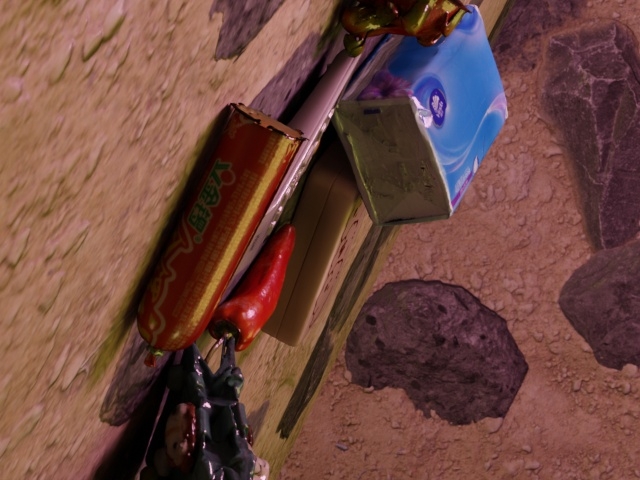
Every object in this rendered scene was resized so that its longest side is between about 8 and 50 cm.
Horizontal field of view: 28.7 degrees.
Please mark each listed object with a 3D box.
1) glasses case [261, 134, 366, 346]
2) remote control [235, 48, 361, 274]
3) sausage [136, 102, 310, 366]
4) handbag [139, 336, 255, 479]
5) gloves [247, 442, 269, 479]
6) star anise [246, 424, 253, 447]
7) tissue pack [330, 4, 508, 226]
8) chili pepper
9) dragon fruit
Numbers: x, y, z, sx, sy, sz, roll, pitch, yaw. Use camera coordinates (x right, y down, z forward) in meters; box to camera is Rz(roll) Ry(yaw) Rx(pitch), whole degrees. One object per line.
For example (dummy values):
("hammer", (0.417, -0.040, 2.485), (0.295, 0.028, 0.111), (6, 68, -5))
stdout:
("glasses case", (0.000, 0.000, 1.852), (0.144, 0.076, 0.336), (-55, 169, -48))
("remote control", (-0.038, -0.097, 1.387), (0.313, 0.055, 0.109), (-62, 180, -40))
("sausage", (-0.103, 0.003, 1.175), (0.264, 0.083, 0.083), (-63, 172, 7))
("handbag", (-0.148, 0.287, 1.448), (0.269, 0.100, 0.274), (-101, -161, -45))
("gloves", (-0.137, 0.389, 2.066), (0.127, 0.111, 0.212), (-49, 165, -14))
("star anise", (-0.164, 0.403, 2.226), (0.168, 0.057, 0.168), (17, 90, -79))
("tissue pack", (0.144, -0.173, 1.717), (0.263, 0.146, 0.198), (-54, 131, -45))
("chili pepper", (-0.086, 0.073, 1.605), (0.071, 0.063, 0.272), (-53, -176, 43))
("dragon fruit", (0.088, -0.275, 1.425), (0.175, 0.138, 0.142), (-34, 127, -5))
